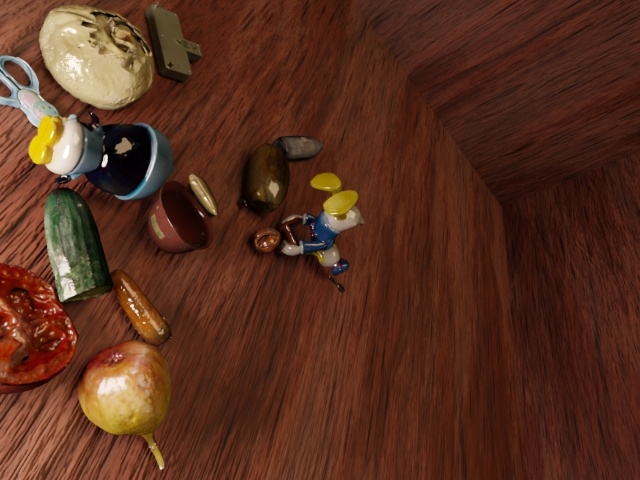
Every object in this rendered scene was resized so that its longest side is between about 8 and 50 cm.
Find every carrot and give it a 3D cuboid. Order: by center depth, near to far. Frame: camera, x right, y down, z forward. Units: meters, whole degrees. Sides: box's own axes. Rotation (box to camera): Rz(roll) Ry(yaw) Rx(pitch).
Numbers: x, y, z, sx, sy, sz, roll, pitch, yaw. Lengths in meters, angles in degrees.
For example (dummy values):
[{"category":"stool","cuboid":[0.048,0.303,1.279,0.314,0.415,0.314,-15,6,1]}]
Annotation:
[{"category":"carrot","cuboid":[-0.377,0.139,0.998,0.186,0.060,0.060,54,35,-3]}]

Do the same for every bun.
[{"category":"bun","cuboid":[-0.498,-0.434,1.111,0.259,0.152,0.259,33,46,-41]}]

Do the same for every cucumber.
[{"category":"cucumber","cuboid":[-0.466,-0.003,0.930,0.243,0.063,0.115,65,14,15]}]

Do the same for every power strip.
[{"category":"power strip","cuboid":[-0.407,-0.560,1.382,0.145,0.061,0.215,0,70,-52]}]

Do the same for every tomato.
[{"category":"tomato","cuboid":[-0.513,0.154,0.773,0.228,0.101,0.228,51,17,-22]}]

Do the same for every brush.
[{"category":"brush","cuboid":[0.054,0.144,1.598,0.083,0.008,0.024,45,41,-26]}]

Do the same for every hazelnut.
[{"category":"hazelnut","cuboid":[-0.150,-0.002,1.356,0.086,0.086,0.086,30,47,-39]}]

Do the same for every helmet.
[{"category":"helmet","cuboid":[-0.341,-0.041,1.107,0.175,0.106,0.155,65,20,-1]}]

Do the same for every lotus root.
[{"category":"lotus root","cuboid":[-0.156,-0.189,1.431,0.124,0.123,0.240,40,43,-44]}]

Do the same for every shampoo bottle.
[{"category":"shampoo bottle","cuboid":[-0.071,-0.325,1.687,0.234,0.049,0.087,-21,85,-55]}]

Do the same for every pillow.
[{"category":"pillow","cuboid":[-0.284,-0.109,1.190,0.113,0.038,0.203,59,-9,-10]}]

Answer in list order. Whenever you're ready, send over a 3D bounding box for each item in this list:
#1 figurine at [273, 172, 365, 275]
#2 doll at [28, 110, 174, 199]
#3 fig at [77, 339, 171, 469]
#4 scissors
[{"category":"figurine","cuboid":[0.000,0.000,1.430,0.204,0.284,0.338,-100,173,-48]},{"category":"doll","cuboid":[-0.432,-0.176,1.013,0.141,0.177,0.314,41,16,27]},{"category":"fig","cuboid":[-0.335,0.316,0.895,0.159,0.159,0.256,-38,117,-55]},{"category":"scissors","cuboid":[-0.579,-0.264,1.002,0.256,0.030,0.125,49,36,-23]}]
